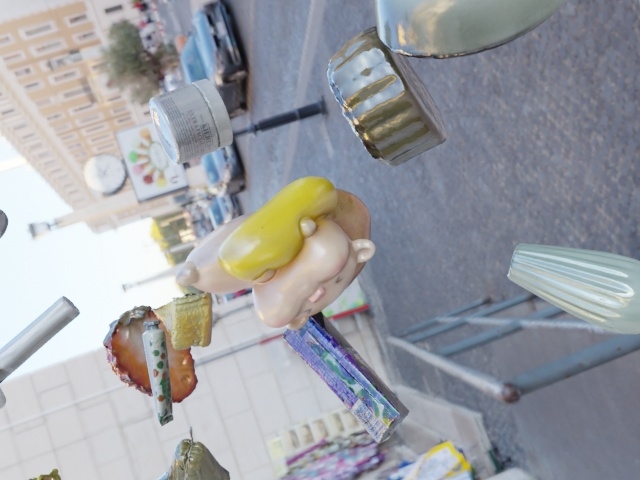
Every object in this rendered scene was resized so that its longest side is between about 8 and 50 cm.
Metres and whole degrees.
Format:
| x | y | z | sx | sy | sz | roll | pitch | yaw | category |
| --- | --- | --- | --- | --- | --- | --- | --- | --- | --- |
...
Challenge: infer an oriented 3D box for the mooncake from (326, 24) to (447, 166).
| x | y | z | sx | sy | sz | roll | pitch | yaw | category |
| --- | --- | --- | --- | --- | --- | --- | --- | --- | --- |
| 0.133 | -0.300 | 1.649 | 0.290 | 0.161 | 0.290 | 51 | -161 | -25 | mooncake |

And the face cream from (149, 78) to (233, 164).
| x | y | z | sx | sy | sz | roll | pitch | yaw | category |
| --- | --- | --- | --- | --- | --- | --- | --- | --- | --- |
| -0.320 | -0.290 | 1.915 | 0.177 | 0.153 | 0.177 | 53 | 159 | 31 | face cream |

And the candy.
| x | y | z | sx | sy | sz | roll | pitch | yaw | category |
| --- | --- | --- | --- | --- | --- | --- | --- | --- | --- |
| 0.050 | 0.269 | 1.591 | 0.312 | 0.088 | 0.061 | 46 | -156 | 25 | candy |

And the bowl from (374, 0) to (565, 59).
| x | y | z | sx | sy | sz | roll | pitch | yaw | category |
| --- | --- | --- | --- | --- | --- | --- | --- | --- | --- |
| 0.245 | -0.490 | 1.356 | 0.185 | 0.354 | 0.354 | 65 | 177 | -39 | bowl |

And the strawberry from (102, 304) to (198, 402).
| x | y | z | sx | sy | sz | roll | pitch | yaw | category |
| --- | --- | --- | --- | --- | --- | --- | --- | --- | --- |
| -0.538 | 0.372 | 2.477 | 0.336 | 0.265 | 0.149 | 55 | 147 | -4 | strawberry |

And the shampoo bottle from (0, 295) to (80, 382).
| x | y | z | sx | sy | sz | roll | pitch | yaw | category |
| --- | --- | --- | --- | --- | --- | --- | --- | --- | --- |
| -0.622 | 0.213 | 1.673 | 0.056 | 0.227 | 0.086 | 47 | 169 | 1 | shampoo bottle |

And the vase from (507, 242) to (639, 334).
| x | y | z | sx | sy | sz | roll | pitch | yaw | category |
| --- | --- | --- | --- | --- | --- | --- | --- | --- | --- |
| 0.445 | 0.071 | 1.325 | 0.248 | 0.128 | 0.128 | 19 | 143 | 24 | vase |

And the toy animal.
| x | y | z | sx | sy | sz | roll | pitch | yaw | category |
| --- | --- | --- | --- | --- | --- | --- | --- | --- | --- |
| -0.080 | 0.061 | 1.416 | 0.247 | 0.345 | 0.277 | 57 | -163 | -10 | toy animal |

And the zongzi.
| x | y | z | sx | sy | sz | roll | pitch | yaw | category |
| --- | --- | --- | --- | --- | --- | --- | --- | --- | --- |
| -0.287 | 0.437 | 1.512 | 0.189 | 0.178 | 0.081 | 66 | -153 | -42 | zongzi |

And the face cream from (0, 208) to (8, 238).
| x | y | z | sx | sy | sz | roll | pitch | yaw | category |
| --- | --- | --- | --- | --- | --- | --- | --- | --- | --- |
| -0.863 | -0.039 | 2.030 | 0.095 | 0.091 | 0.091 | -118 | 12 | -57 | face cream |

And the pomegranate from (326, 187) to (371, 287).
| x | y | z | sx | sy | sz | roll | pitch | yaw | category |
| --- | --- | --- | --- | --- | --- | --- | --- | --- | --- |
| 0.000 | 0.000 | 1.707 | 0.229 | 0.252 | 0.270 | 30 | 179 | -14 | pomegranate |

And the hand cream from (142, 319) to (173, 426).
| x | y | z | sx | sy | sz | roll | pitch | yaw | category |
| --- | --- | --- | --- | --- | --- | --- | --- | --- | --- |
| -0.430 | 0.352 | 2.078 | 0.095 | 0.059 | 0.276 | 2 | -101 | -80 | hand cream |

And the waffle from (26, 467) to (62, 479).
| x | y | z | sx | sy | sz | roll | pitch | yaw | category |
| --- | --- | --- | --- | --- | --- | --- | --- | --- | --- |
| -0.718 | 0.733 | 1.943 | 0.058 | 0.281 | 0.300 | 0 | 89 | 43 | waffle |

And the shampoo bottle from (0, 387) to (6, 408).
| x | y | z | sx | sy | sz | roll | pitch | yaw | category |
| --- | --- | --- | --- | --- | --- | --- | --- | --- | --- |
| -0.866 | 0.418 | 1.891 | 0.074 | 0.192 | 0.074 | 34 | 139 | 35 | shampoo bottle |

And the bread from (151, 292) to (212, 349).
| x | y | z | sx | sy | sz | roll | pitch | yaw | category |
| --- | --- | --- | --- | --- | --- | --- | --- | --- | --- |
| -0.370 | 0.185 | 2.114 | 0.160 | 0.140 | 0.169 | 39 | 128 | 50 | bread |
